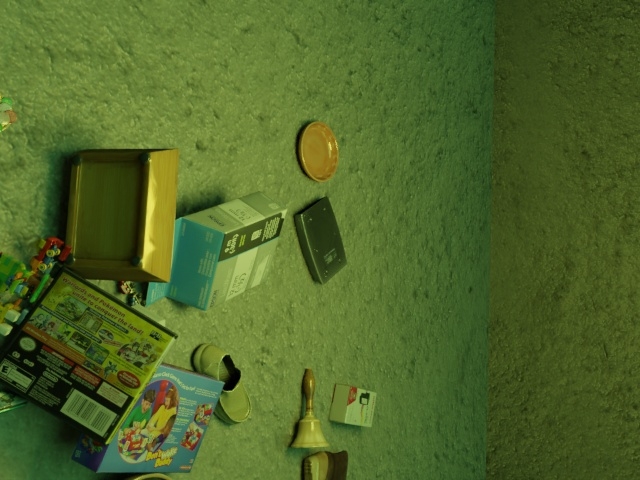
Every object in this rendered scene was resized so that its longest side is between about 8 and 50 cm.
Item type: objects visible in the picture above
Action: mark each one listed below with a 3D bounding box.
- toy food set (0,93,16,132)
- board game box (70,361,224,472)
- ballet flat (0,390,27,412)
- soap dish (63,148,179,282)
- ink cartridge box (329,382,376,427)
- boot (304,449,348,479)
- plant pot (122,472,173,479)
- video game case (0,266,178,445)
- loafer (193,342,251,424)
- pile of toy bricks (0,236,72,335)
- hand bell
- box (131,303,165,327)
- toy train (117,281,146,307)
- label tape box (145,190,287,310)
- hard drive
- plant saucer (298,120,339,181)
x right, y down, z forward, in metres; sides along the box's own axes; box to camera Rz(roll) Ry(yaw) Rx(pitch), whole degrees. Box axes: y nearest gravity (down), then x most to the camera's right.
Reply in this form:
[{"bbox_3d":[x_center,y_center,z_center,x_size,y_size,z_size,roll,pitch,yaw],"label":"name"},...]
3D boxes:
[{"bbox_3d":[-0.641,-0.253,1.145,0.082,0.020,0.083,47,54,-41],"label":"toy food set"},{"bbox_3d":[-0.374,0.401,1.336,0.234,0.078,0.347,-70,154,-14],"label":"board game box"},{"bbox_3d":[-0.649,0.313,1.099,0.188,0.070,0.070,-15,101,-54],"label":"ballet flat"},{"bbox_3d":[-0.426,-0.059,1.247,0.118,0.228,0.291,21,71,-76],"label":"soap dish"},{"bbox_3d":[0.117,0.583,2.062,0.175,0.072,0.128,28,67,-48],"label":"ink cartridge box"},{"bbox_3d":[0.021,0.822,1.921,0.206,0.090,0.249,18,72,-48],"label":"boot"},{"bbox_3d":[-0.436,0.640,1.325,0.237,0.109,0.238,0,90,-53],"label":"plant pot"},{"bbox_3d":[-0.469,0.227,1.167,0.274,0.035,0.248,31,75,1],"label":"video game case"},{"bbox_3d":[-0.252,0.397,1.576,0.102,0.092,0.269,-49,126,-40],"label":"loafer"},{"bbox_3d":[-0.592,0.066,1.144,0.105,0.118,0.212,32,93,-4],"label":"pile of toy bricks"},{"bbox_3d":[-0.036,0.533,1.866,0.126,0.126,0.242,21,61,-50],"label":"hand bell"},{"bbox_3d":[-0.425,0.214,1.334,0.102,0.101,0.087,-23,128,-50],"label":"box"},{"bbox_3d":[-0.456,0.106,1.371,0.036,0.027,0.158,-45,123,-38],"label":"toy train"},{"bbox_3d":[-0.256,0.040,1.470,0.347,0.115,0.249,-28,145,-51],"label":"label tape box"},{"bbox_3d":[0.000,0.000,1.934,0.172,0.054,0.255,-39,119,-45],"label":"hard drive"},{"bbox_3d":[-0.011,-0.293,1.938,0.199,0.037,0.200,1,89,-51],"label":"plant saucer"}]
